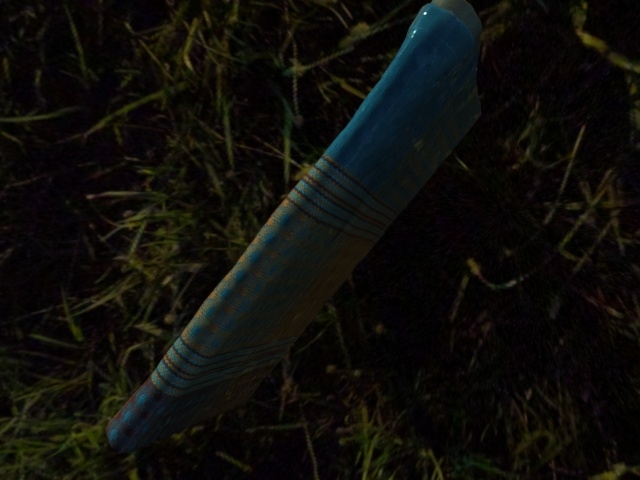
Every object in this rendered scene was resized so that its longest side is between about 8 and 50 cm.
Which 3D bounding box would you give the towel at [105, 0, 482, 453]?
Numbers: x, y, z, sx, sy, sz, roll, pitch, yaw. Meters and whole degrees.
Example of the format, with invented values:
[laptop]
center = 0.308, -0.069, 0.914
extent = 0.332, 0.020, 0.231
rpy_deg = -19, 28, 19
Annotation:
[towel]
center = 0.000, 0.000, 0.600
extent = 0.040, 0.271, 0.370
rpy_deg = 40, 93, 13
